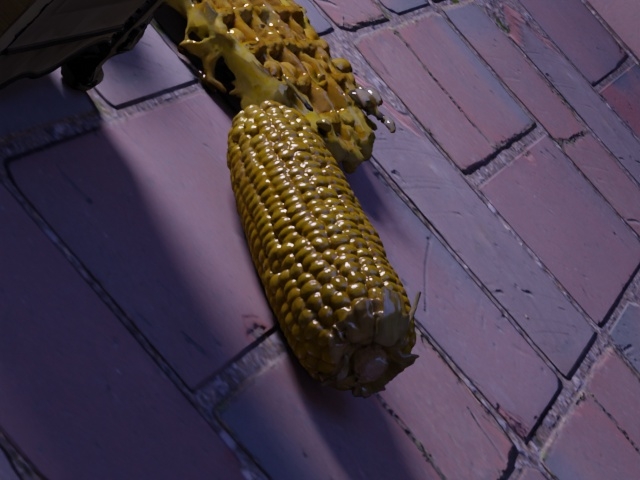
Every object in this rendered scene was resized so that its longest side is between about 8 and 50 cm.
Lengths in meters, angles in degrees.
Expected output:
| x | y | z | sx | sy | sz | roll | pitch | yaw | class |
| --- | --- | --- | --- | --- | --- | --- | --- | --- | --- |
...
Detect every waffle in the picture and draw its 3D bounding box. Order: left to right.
| x | y | z | sx | sy | sz | roll | pitch | yaw | class |
| --- | --- | --- | --- | --- | --- | --- | --- | --- | --- |
| -0.056 | -0.173 | 1.640 | 0.262 | 0.060 | 0.280 | 32 | 24 | -30 | waffle |

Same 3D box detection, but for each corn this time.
| x | y | z | sx | sy | sz | roll | pitch | yaw | class |
| --- | --- | --- | --- | --- | --- | --- | --- | --- | --- |
| -0.005 | 0.001 | 1.375 | 0.091 | 0.091 | 0.260 | -8 | 47 | -16 | corn |

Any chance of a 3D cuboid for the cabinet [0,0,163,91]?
| x | y | z | sx | sy | sz | roll | pitch | yaw | class |
| --- | --- | --- | --- | --- | --- | --- | --- | --- | --- |
| -0.178 | -0.288 | 1.226 | 0.290 | 0.318 | 0.227 | 49 | 22 | 2 | cabinet |
